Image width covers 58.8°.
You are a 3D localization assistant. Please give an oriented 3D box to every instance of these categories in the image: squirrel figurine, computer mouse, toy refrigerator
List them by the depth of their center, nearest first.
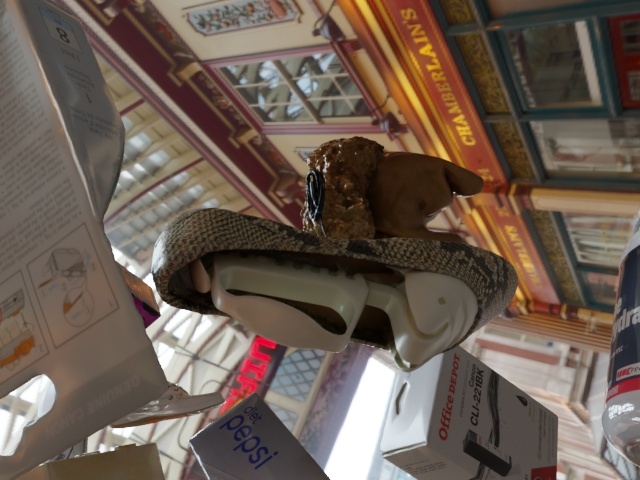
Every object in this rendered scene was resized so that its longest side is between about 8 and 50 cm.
[{"bbox_3d":[0.000,0.000,0.886,0.041,0.071,0.242,-1,-113,-27],"label":"computer mouse"},{"bbox_3d":[-0.368,0.387,0.899,0.094,0.102,0.269,69,-168,19],"label":"toy refrigerator"},{"bbox_3d":[0.101,-0.001,1.173,0.397,0.281,0.370,21,-99,-33],"label":"squirrel figurine"}]

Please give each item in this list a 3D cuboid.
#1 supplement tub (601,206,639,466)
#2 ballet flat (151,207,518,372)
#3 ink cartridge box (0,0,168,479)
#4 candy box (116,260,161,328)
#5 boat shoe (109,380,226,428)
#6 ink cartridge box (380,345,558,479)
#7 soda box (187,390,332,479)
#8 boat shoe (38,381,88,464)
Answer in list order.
[{"bbox_3d":[0.390,0.088,0.551,0.191,0.191,0.272,52,-129,-42],"label":"supplement tub"},{"bbox_3d":[0.035,0.075,0.691,0.482,0.182,0.164,10,-65,-10],"label":"ballet flat"},{"bbox_3d":[-0.292,0.014,0.508,0.385,0.308,0.091,63,-163,16],"label":"ink cartridge box"},{"bbox_3d":[-0.337,0.068,0.699,0.159,0.071,0.233,-41,-49,0],"label":"candy box"},{"bbox_3d":[-0.370,0.381,1.364,0.098,0.277,0.096,95,165,-68],"label":"boat shoe"},{"bbox_3d":[0.251,0.319,0.932,0.273,0.114,0.197,35,-133,-13],"label":"ink cartridge box"},{"bbox_3d":[-0.031,0.262,0.546,0.098,0.286,0.091,-34,-65,-17],"label":"soda box"},{"bbox_3d":[-0.536,0.382,1.201,0.095,0.258,0.084,-36,-54,6],"label":"boat shoe"}]
